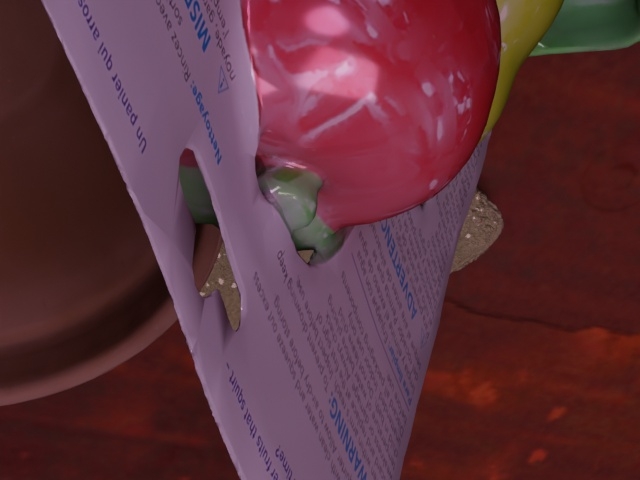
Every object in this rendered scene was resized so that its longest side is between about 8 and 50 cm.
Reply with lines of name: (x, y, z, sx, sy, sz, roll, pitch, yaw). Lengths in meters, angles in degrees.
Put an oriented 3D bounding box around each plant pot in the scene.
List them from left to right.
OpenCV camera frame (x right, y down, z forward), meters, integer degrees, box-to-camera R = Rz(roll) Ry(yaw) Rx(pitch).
plant pot: (-0.152, -0.053, 0.724, 0.237, 0.110, 0.237, -1, 134, -1)

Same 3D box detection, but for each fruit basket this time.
fruit basket: (-0.006, -0.106, 0.601, 0.165, 0.353, 0.327, 2, 136, 24)

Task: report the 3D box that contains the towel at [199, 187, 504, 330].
towel: (0.000, 0.000, 0.883, 0.148, 0.027, 0.110, -33, 128, 10)
